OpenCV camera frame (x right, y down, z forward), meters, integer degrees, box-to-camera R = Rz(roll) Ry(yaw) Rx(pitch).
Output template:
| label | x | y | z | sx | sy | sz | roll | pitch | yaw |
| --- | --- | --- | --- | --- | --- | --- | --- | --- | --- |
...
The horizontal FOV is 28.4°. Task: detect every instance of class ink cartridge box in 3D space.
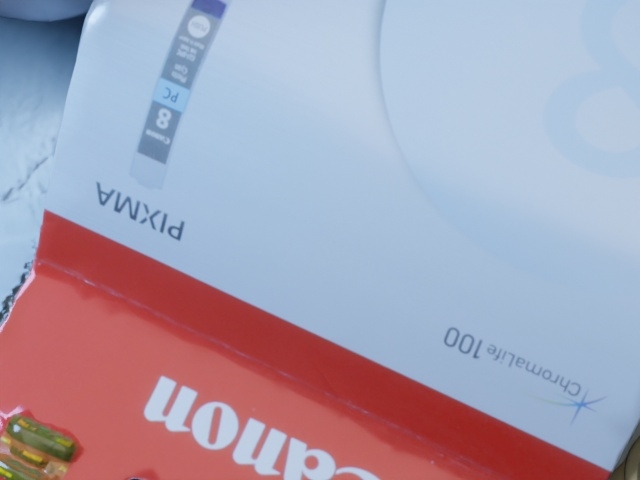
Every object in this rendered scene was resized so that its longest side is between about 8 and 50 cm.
| label | x | y | z | sx | sy | sz | roll | pitch | yaw |
| --- | --- | --- | --- | --- | --- | --- | --- | --- | --- |
| ink cartridge box | 0.011 | 0.008 | 0.586 | 0.308 | 0.091 | 0.384 | 24 | 81 | 10 |

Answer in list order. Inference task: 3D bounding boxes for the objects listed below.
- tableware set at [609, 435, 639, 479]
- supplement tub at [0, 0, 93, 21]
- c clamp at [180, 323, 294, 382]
| label | x | y | z | sx | sy | sz | roll | pitch | yaw |
| --- | --- | --- | --- | --- | --- | --- | --- | --- | --- |
| tableware set | 0.224 | 0.099 | 0.580 | 0.169 | 0.020 | 0.141 | 37 | 81 | 18 |
| supplement tub | -0.242 | -0.267 | 0.642 | 0.331 | 0.241 | 0.241 | 20 | 79 | 14 |
| c clamp | 0.000 | 0.000 | 0.646 | 0.161 | 0.022 | 0.137 | -16 | 78 | 3 |
